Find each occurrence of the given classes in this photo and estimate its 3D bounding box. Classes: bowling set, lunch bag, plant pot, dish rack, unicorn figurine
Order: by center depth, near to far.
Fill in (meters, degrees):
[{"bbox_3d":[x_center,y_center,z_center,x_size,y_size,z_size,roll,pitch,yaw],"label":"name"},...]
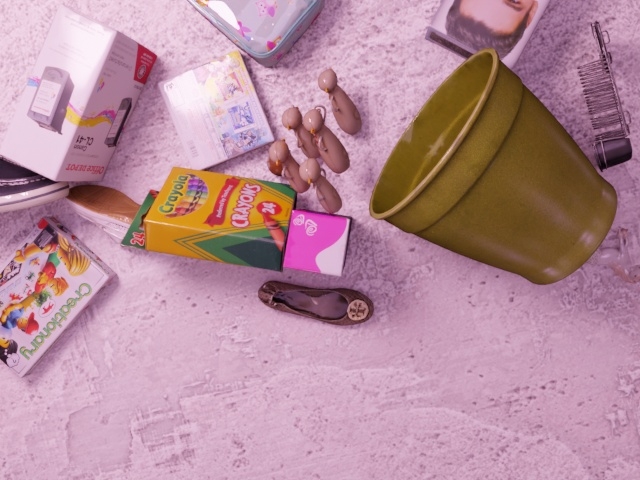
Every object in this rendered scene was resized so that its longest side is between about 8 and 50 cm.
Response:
[{"bbox_3d":[0.339,-0.101,1.242,0.353,0.366,0.366,33,96,-11],"label":"plant pot"},{"bbox_3d":[0.540,-0.274,1.270,0.074,0.208,0.271,-13,86,23],"label":"dish rack"},{"bbox_3d":[-0.046,-0.184,1.308,0.200,0.287,0.154,-10,138,26],"label":"bowling set"},{"bbox_3d":[-0.140,-0.516,1.339,0.279,0.108,0.224,43,96,0],"label":"lunch bag"},{"bbox_3d":[0.600,0.029,1.362,0.162,0.060,0.111,7,95,19],"label":"unicorn figurine"}]

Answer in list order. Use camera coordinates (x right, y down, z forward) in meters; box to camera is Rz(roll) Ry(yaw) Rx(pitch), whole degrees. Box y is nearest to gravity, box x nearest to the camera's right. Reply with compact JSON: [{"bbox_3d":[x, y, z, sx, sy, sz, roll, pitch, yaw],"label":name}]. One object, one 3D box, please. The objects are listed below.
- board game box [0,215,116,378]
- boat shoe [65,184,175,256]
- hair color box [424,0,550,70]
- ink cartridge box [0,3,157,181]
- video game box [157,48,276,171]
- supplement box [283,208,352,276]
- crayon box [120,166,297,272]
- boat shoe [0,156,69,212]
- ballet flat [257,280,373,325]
[{"bbox_3d":[-0.618,0.123,1.445,0.193,0.053,0.305,42,96,0],"label":"board game box"},{"bbox_3d":[-0.419,-0.034,1.402,0.277,0.098,0.096,22,127,13],"label":"boat shoe"},{"bbox_3d":[0.377,-0.534,1.301,0.185,0.113,0.374,28,96,1],"label":"hair color box"},{"bbox_3d":[-0.473,-0.278,1.320,0.131,0.226,0.306,25,97,3],"label":"ink cartridge box"},{"bbox_3d":[-0.216,-0.269,1.393,0.187,0.048,0.205,-21,93,7],"label":"video game box"},{"bbox_3d":[0.000,0.000,1.312,0.111,0.220,0.114,9,95,3],"label":"supplement box"},{"bbox_3d":[-0.216,-0.050,1.323,0.318,0.202,0.081,8,128,0],"label":"crayon box"},{"bbox_3d":[-0.755,-0.154,1.356,0.500,0.187,0.156,10,108,12],"label":"boat shoe"},{"bbox_3d":[-0.011,0.132,1.404,0.250,0.058,0.084,12,96,3],"label":"ballet flat"}]
